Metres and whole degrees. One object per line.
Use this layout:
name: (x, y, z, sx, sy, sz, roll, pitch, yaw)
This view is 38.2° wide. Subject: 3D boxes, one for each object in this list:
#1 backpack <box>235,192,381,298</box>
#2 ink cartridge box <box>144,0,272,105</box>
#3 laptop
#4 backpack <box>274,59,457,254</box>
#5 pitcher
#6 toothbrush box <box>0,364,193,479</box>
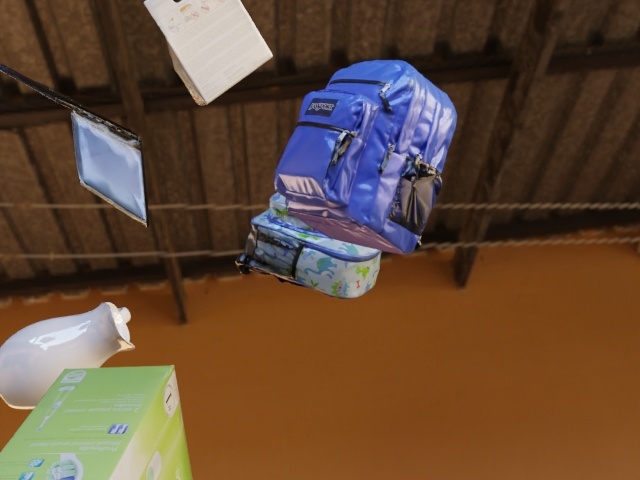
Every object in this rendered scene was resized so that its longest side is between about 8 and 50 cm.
backpack: (0.000, 0.000, 0.838, 0.114, 0.105, 0.084, 23, -68, 15)
ink cartridge box: (-0.179, -0.324, 1.445, 0.145, 0.179, 0.045, -40, 19, -21)
laptop: (-0.410, -0.157, 1.511, 0.264, 0.234, 0.137, 25, -88, -50)
backpack: (0.034, -0.064, 0.625, 0.098, 0.120, 0.101, 15, -12, 43)
pitcher: (-0.392, 0.169, 1.434, 0.207, 0.126, 0.178, -28, 5, -3)
toothbrush box: (-0.207, 0.268, 0.827, 0.122, 0.283, 0.206, -2, -70, 9)
